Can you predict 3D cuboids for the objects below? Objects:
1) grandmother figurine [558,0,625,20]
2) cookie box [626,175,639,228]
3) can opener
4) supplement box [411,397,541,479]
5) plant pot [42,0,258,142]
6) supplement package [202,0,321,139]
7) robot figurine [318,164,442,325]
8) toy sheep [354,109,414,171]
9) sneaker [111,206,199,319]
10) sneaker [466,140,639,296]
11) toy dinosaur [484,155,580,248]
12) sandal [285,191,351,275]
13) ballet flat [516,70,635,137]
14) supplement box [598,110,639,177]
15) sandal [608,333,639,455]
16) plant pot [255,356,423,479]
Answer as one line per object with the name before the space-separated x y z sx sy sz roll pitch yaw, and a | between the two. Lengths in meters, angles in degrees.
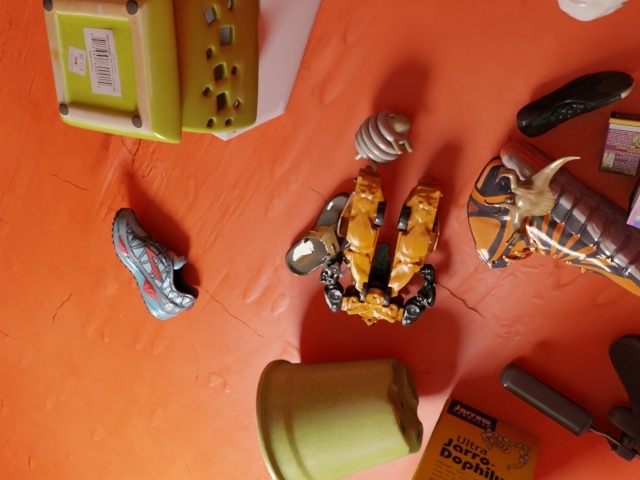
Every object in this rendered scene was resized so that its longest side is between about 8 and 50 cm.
grandmother figurine | 0.407 -0.433 0.827 0.208 0.104 0.342 20 121 -7
cookie box | 0.477 -0.075 0.969 0.040 0.107 0.091 23 121 15
can opener | 0.459 0.291 1.193 0.283 0.076 0.095 33 92 9
supplement box | 0.243 0.488 1.206 0.195 0.356 0.194 23 122 15
plant pot | -0.232 -0.256 0.924 0.227 0.207 0.228 13 118 23
supplement package | -0.123 -0.327 1.084 0.145 0.204 0.261 31 123 12
robot figurine | 0.114 0.022 1.195 0.211 0.085 0.290 12 119 3
toy sheep | 0.101 -0.167 1.125 0.132 0.091 0.091 -34 96 39
sneaker | -0.344 0.036 1.453 0.125 0.104 0.261 -20 109 14
sneaker | 0.371 0.003 1.066 0.321 0.125 0.180 44 129 14
toy dinosaur | 0.299 -0.075 0.983 0.093 0.053 0.183 27 132 8
sandal | 0.000 0.000 1.269 0.090 0.060 0.219 48 123 -2
ballet flat | 0.375 -0.203 1.003 0.173 0.057 0.049 -19 145 33
supplement box | 0.444 -0.141 0.992 0.055 0.043 0.083 13 118 20
sandal | 0.554 0.273 1.103 0.097 0.055 0.254 -20 86 58
plant pot | 0.052 0.340 1.309 0.254 0.276 0.276 -17 106 20
